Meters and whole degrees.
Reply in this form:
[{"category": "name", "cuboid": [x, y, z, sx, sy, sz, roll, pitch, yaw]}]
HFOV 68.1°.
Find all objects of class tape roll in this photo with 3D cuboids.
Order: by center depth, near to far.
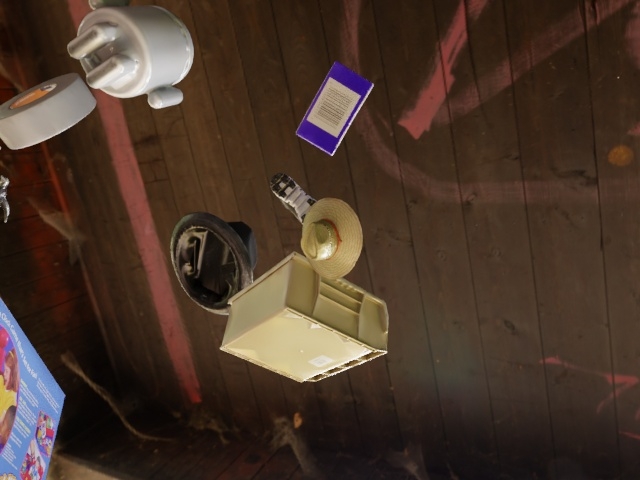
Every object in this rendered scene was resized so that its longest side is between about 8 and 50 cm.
[{"category": "tape roll", "cuboid": [-0.631, -0.298, 1.078, 0.219, 0.219, 0.072, 4, -46, 31]}]

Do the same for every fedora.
[{"category": "fedora", "cuboid": [-0.285, 0.049, 1.383, 0.333, 0.152, 0.334, 15, -60, 27]}]

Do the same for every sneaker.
[{"category": "sneaker", "cuboid": [-0.053, -0.100, 1.397, 0.078, 0.106, 0.234, -44, -91, -3]}]

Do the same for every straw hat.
[{"category": "straw hat", "cuboid": [0.000, 0.000, 0.810, 0.144, 0.061, 0.145, 7, -80, 39]}]

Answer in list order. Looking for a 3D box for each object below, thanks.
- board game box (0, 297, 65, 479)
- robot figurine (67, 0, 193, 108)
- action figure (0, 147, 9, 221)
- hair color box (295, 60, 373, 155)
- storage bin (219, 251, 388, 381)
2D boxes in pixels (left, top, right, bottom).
[{"category": "board game box", "cuboid": [-0.455, 0.238, 0.628, 0.078, 0.233, 0.347, -3, -44, -9]}, {"category": "robot figurine", "cuboid": [-0.453, -0.477, 1.185, 0.199, 0.353, 0.300, -15, -70, 24]}, {"category": "action figure", "cuboid": [-0.810, -0.167, 1.078, 0.141, 0.164, 0.276, -41, -54, 4]}, {"category": "hair color box", "cuboid": [0.032, -0.336, 1.206, 0.110, 0.339, 0.185, 29, -75, -9]}, {"category": "storage bin", "cuboid": [-0.033, 0.181, 1.001, 0.260, 0.123, 0.262, 30, -43, -25]}]
